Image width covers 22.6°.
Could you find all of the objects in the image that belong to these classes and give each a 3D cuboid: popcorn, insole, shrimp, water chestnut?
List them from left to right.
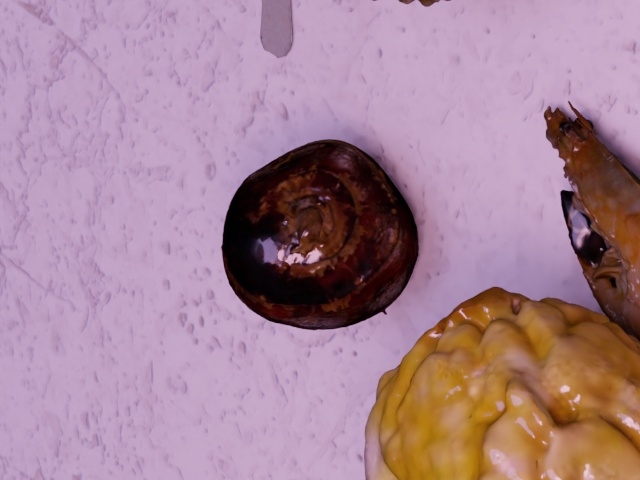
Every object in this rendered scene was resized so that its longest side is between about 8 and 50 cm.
[{"bbox_3d":[-0.054,-0.319,1.937,0.065,0.004,0.197,3,99,40],"label":"insole"},{"bbox_3d":[0.000,0.000,1.832,0.223,0.238,0.224,-7,61,13],"label":"water chestnut"},{"bbox_3d":[0.220,0.234,1.575,0.390,0.354,0.344,-14,54,58],"label":"popcorn"},{"bbox_3d":[0.295,-0.013,1.643,0.287,0.063,0.152,61,150,33],"label":"shrimp"}]

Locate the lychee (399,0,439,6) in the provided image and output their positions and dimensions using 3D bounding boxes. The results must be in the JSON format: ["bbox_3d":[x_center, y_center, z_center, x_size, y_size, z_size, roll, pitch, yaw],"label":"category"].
[{"bbox_3d":[0.073,-0.438,1.579,0.380,0.380,0.432,-14,107,41],"label":"lychee"}]
